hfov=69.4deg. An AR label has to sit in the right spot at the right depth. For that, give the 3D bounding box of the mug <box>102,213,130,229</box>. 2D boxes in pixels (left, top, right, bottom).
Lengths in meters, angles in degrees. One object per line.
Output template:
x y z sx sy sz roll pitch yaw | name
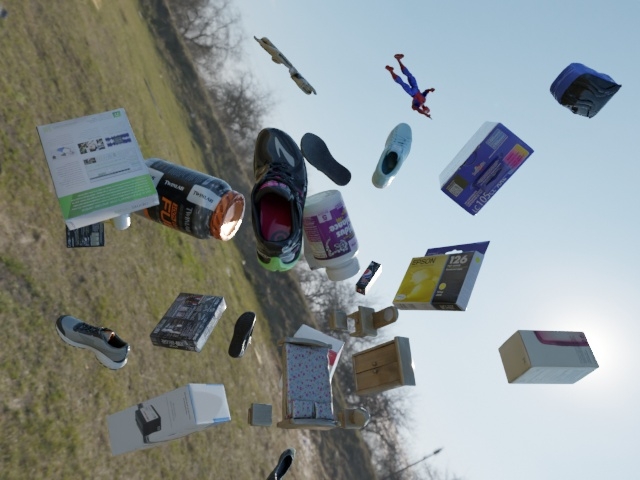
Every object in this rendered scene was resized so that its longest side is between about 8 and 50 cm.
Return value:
-0.561 -0.067 1.279 0.078 0.062 0.064 16 -59 23 | mug

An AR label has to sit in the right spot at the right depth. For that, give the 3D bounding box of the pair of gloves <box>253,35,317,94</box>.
-0.116 -0.594 1.582 0.240 0.042 0.204 31 19 -51 | pair of gloves

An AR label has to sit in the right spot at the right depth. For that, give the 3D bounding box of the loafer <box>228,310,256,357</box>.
-0.346 0.421 2.059 0.078 0.080 0.220 70 37 -59 | loafer

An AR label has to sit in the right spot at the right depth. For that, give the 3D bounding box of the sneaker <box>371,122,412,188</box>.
0.366 -0.423 2.222 0.150 0.135 0.365 126 -14 -76 | sneaker

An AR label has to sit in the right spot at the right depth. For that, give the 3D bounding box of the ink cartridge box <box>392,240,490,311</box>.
0.445 0.121 1.724 0.072 0.307 0.304 40 -28 -25 | ink cartridge box

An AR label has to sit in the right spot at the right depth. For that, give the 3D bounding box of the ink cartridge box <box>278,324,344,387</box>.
-0.036 0.458 1.704 0.100 0.172 0.237 -39 149 -67 | ink cartridge box

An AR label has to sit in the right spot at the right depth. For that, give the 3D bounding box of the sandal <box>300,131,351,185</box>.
0.010 -0.296 1.741 0.254 0.097 0.054 45 -13 -25 | sandal

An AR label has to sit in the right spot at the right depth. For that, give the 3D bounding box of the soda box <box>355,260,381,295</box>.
0.225 0.175 2.166 0.053 0.169 0.060 22 -37 23 | soda box

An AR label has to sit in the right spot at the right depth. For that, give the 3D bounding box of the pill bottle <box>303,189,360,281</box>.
0.039 -0.014 1.636 0.169 0.169 0.301 -136 -156 -70 | pill bottle

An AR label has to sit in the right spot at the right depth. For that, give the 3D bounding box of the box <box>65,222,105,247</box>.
-0.994 -0.065 1.954 0.077 0.148 0.180 23 -67 62 | box

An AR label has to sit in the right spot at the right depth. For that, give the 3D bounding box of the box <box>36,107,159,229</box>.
-0.599 -0.201 1.245 0.322 0.232 0.058 62 -21 23 | box

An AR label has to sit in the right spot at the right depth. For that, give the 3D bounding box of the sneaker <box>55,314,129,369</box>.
-0.772 0.327 1.585 0.272 0.108 0.100 31 22 -3 | sneaker

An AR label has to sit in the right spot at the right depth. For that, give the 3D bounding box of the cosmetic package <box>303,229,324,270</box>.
0.000 0.000 1.861 0.238 0.127 0.107 -97 167 -54 | cosmetic package

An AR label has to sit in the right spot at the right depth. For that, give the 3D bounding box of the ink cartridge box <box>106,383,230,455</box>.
-0.488 0.578 1.505 0.223 0.308 0.129 43 26 -66 | ink cartridge box

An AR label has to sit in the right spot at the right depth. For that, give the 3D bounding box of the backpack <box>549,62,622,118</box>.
0.581 -0.343 1.044 0.101 0.120 0.098 -106 -147 -45 | backpack

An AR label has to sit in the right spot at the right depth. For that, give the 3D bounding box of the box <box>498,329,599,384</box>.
0.715 0.371 1.465 0.148 0.233 0.126 105 -15 -51 | box

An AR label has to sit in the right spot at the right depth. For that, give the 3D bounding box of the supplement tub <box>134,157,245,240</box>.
-0.432 -0.129 1.504 0.338 0.207 0.207 20 -25 12 | supplement tub

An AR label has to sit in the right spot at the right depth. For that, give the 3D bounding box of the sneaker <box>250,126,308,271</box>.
-0.122 -0.152 1.418 0.202 0.185 0.482 98 -14 -69 | sneaker

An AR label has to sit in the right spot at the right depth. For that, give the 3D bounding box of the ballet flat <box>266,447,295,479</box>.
-0.124 0.770 1.564 0.057 0.049 0.173 64 30 -8 | ballet flat

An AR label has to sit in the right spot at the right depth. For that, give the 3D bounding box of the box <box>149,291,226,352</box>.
-0.628 0.384 2.216 0.307 0.243 0.076 -68 157 -52 | box

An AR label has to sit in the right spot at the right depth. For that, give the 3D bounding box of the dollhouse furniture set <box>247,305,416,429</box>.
0.028 0.265 1.068 0.174 0.356 0.303 -35 -131 44 | dollhouse furniture set

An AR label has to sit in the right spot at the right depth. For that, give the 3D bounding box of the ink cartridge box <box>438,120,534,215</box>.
0.533 -0.245 1.534 0.151 0.270 0.395 39 20 2 | ink cartridge box

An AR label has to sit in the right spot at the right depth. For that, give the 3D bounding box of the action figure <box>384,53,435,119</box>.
0.364 -0.558 1.725 0.280 0.091 0.139 38 3 -45 | action figure
